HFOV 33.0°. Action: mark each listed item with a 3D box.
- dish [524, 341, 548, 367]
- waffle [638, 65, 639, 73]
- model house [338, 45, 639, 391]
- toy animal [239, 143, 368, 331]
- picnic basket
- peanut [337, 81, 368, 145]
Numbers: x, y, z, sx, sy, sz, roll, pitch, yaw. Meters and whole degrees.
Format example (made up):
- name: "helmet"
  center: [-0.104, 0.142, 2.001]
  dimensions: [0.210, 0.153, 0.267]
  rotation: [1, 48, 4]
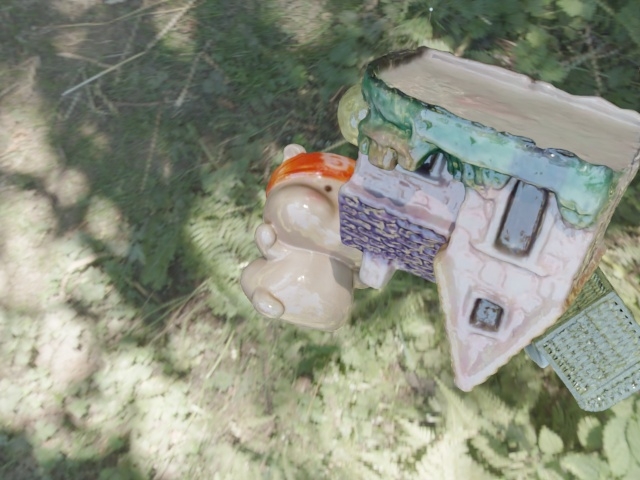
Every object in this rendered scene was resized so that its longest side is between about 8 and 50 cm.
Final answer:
- name: "dish"
  center: [0.344, 0.140, 1.736]
  dimensions: [0.039, 0.137, 0.091]
  rotation: [30, 96, -26]
- name: "waffle"
  center: [0.372, -0.116, 1.117]
  dimensions: [0.097, 0.152, 0.023]
  rotation: [25, 140, -13]
- name: "model house"
  center: [0.129, -0.016, 0.934]
  dimensions: [0.237, 0.202, 0.237]
  rotation: [20, 116, 12]
- name: "toy animal"
  center: [0.000, 0.000, 1.229]
  dimensions: [0.171, 0.171, 0.197]
  rotation: [19, 92, 2]
- name: "picnic basket"
  center: [0.370, 0.123, 1.502]
  dimensions: [0.134, 0.196, 0.154]
  rotation: [-37, 105, 11]
- name: "peanut"
  center: [0.132, -0.122, 1.495]
  dimensions: [0.274, 0.111, 0.125]
  rotation: [41, 91, 21]
